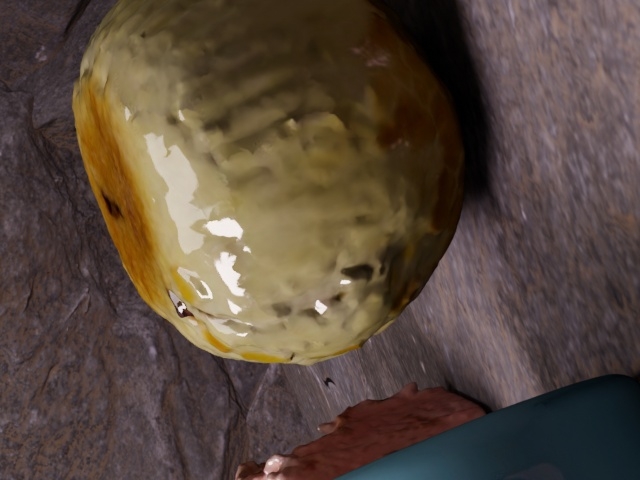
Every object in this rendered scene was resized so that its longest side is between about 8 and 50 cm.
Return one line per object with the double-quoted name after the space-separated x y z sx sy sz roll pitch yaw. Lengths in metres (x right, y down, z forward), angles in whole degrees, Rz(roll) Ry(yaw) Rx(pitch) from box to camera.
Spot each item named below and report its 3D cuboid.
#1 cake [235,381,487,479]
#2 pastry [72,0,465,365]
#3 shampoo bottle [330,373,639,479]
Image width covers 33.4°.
0.080 0.344 1.195 0.307 0.314 0.293 -149 42 -76 "cake"
-0.036 -0.077 0.961 0.388 0.313 0.388 49 153 35 "pastry"
0.145 0.307 0.742 0.331 0.331 0.342 101 148 -70 "shampoo bottle"
